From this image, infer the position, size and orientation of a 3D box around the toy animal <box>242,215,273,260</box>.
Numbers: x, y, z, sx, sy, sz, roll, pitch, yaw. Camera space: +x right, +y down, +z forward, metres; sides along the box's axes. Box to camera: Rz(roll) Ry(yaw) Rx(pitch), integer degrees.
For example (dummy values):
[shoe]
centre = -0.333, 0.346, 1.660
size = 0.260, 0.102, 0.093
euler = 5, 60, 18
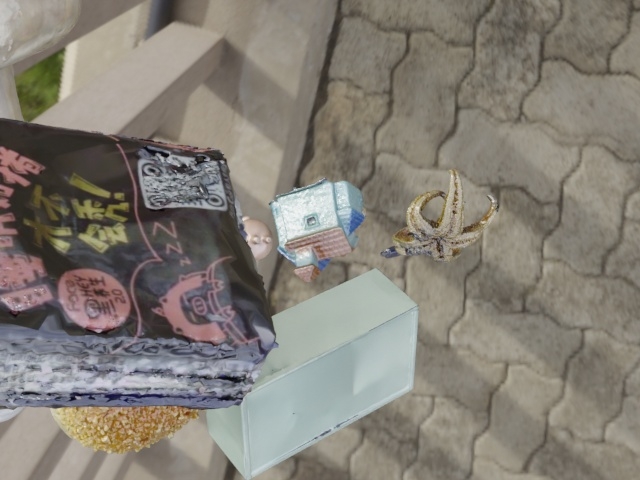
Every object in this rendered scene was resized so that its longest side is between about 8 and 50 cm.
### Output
[toy animal]
centre = -0.130, -0.001, 1.749
size = 0.150, 0.089, 0.083
euler = -9, 126, 52

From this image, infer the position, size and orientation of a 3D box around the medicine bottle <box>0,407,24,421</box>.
[medicine bottle]
centre = -0.536, 0.215, 1.669
size = 0.250, 0.131, 0.131
euler = -13, 114, 53

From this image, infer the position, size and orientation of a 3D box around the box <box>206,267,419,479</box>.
[box]
centre = -0.009, 0.137, 1.166
size = 0.225, 0.086, 0.129
euler = -23, 135, -26

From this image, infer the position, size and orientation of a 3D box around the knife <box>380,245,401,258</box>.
[knife]
centre = 0.149, 0.007, 1.770
size = 0.018, 0.121, 0.031
euler = 58, 150, 22

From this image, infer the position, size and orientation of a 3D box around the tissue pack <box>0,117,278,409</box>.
[tissue pack]
centre = -0.216, 0.011, 0.863
size = 0.332, 0.245, 0.123
euler = 6, 137, -25

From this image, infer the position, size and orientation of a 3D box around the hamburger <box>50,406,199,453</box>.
[hamburger]
centre = -0.275, 0.176, 1.626
size = 0.170, 0.302, 0.302
euler = 28, 121, 45

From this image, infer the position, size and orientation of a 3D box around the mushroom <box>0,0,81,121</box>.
[mushroom]
centre = -0.384, -0.210, 1.171
size = 0.297, 0.297, 0.290
euler = -14, 113, 12

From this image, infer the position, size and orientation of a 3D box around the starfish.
[starfish]
centre = 0.197, -0.031, 1.667
size = 0.146, 0.074, 0.190
euler = 6, 143, -12

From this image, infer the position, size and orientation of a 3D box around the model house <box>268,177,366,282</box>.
[model house]
centre = 0.000, 0.000, 1.688
size = 0.148, 0.119, 0.149
euler = -14, 65, 20
